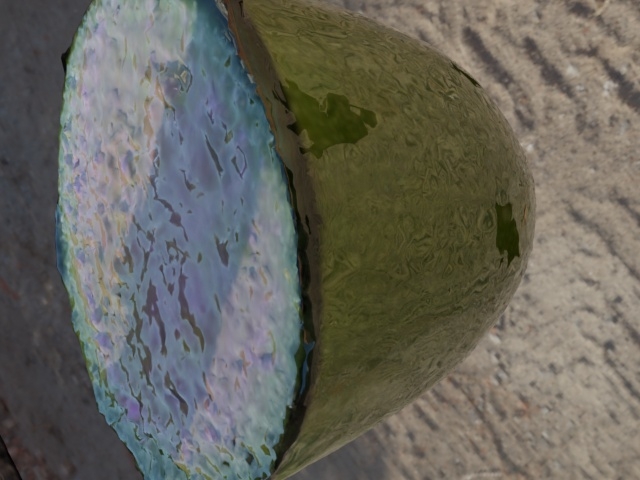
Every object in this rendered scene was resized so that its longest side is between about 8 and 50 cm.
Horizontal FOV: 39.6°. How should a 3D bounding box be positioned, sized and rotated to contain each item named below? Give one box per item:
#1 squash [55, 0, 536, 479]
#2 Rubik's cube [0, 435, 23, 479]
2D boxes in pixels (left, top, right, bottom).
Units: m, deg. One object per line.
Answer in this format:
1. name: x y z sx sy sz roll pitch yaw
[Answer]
1. squash: 0.026 -0.013 0.574 0.310 0.309 0.310 14 107 54
2. Rubik's cube: -0.245 0.286 0.280 0.343 0.337 0.344 52 129 22
